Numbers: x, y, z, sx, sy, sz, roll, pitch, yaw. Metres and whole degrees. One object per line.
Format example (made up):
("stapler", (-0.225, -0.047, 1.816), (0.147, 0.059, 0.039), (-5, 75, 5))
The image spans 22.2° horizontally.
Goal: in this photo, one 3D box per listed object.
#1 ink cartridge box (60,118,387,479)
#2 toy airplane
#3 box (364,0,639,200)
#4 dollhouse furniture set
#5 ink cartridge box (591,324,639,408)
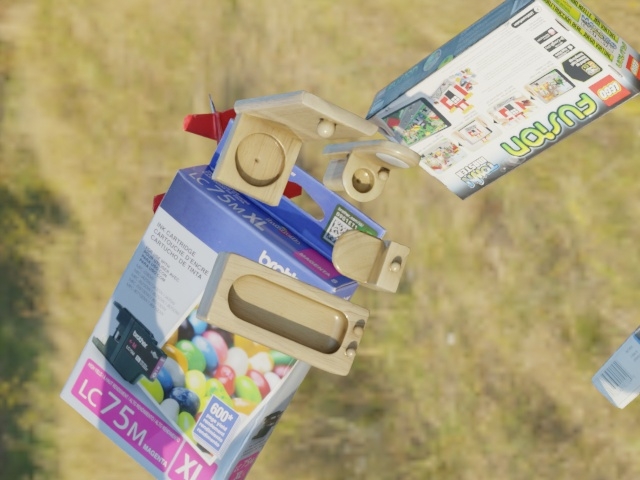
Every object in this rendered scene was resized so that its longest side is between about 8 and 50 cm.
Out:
("ink cartridge box", (-0.092, 0.069, 1.450), (0.311, 0.186, 0.065), (-59, -19, 20))
("toy airplane", (-0.089, -0.067, 1.571), (0.028, 0.151, 0.151), (-168, 78, -77))
("box", (0.142, -0.115, 1.280), (0.207, 0.114, 0.036), (-32, 27, 45))
("dollhouse furniture set", (0.000, 0.000, 1.096), (0.123, 0.144, 0.151), (2, 70, 67))
("ink cartridge box", (0.338, 0.038, 1.396), (0.045, 0.208, 0.206), (46, 160, 12))
